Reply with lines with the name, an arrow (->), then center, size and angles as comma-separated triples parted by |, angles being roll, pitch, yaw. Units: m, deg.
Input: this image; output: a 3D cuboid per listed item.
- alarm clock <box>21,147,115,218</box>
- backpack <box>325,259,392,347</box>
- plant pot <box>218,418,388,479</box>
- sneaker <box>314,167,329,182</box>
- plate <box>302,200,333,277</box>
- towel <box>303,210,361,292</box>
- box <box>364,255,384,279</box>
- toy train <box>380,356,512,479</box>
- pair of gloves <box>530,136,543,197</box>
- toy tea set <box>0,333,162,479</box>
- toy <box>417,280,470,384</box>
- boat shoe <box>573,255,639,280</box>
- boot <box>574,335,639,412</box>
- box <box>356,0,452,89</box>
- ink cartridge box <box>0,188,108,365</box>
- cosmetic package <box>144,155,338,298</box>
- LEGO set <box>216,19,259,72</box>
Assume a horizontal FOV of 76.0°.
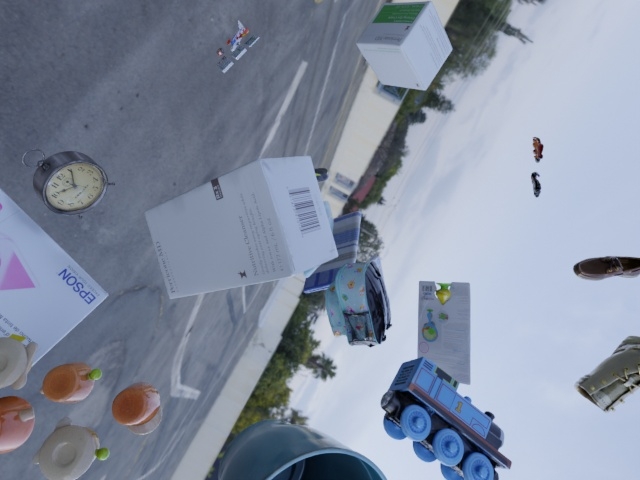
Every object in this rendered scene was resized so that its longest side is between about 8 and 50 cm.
alarm clock -> -0.521, -0.127, 0.832 | 0.129, 0.064, 0.192 | -49, 160, -10
backpack -> 0.094, 0.145, 1.009 | 0.166, 0.144, 0.189 | -35, 121, -63
plant pot -> -0.056, 0.436, 0.682 | 0.272, 0.271, 0.255 | -61, -160, -15
sneaker -> -0.067, -0.166, 1.418 | 0.111, 0.122, 0.299 | -18, 179, -38
plate -> 0.000, 0.000, 0.968 | 0.188, 0.024, 0.188 | 16, 90, -76
towel -> 0.042, 0.038, 1.388 | 0.209, 0.034, 0.285 | -18, -133, 34
box -> 0.204, 0.162, 1.699 | 0.186, 0.038, 0.145 | -31, 112, -52
toy train -> 0.167, 0.244, 0.545 | 0.105, 0.184, 0.080 | -52, 178, -28
pair of gloves -> 0.310, -0.106, 0.589 | 0.074, 0.010, 0.084 | -48, 133, -60
toy tea set -> -0.460, 0.305, 0.736 | 0.124, 0.335, 0.200 | 114, -6, -72
toy -> 0.314, 0.221, 1.018 | 0.056, 0.136, 0.238 | 2, 87, -47
boat shoe -> 0.777, 0.067, 1.097 | 0.060, 0.177, 0.064 | 79, 9, -62
boot -> 0.707, 0.307, 0.917 | 0.203, 0.095, 0.262 | -37, 172, -1
box -> 0.135, -0.313, 0.661 | 0.102, 0.101, 0.087 | 35, 87, -46
ink cartridge box -> -0.673, 0.114, 0.819 | 0.071, 0.324, 0.330 | -9, -145, 42
cosmetic package -> -0.177, -0.016, 0.849 | 0.384, 0.218, 0.156 | -16, -178, 36
LEGO set -> -0.336, -0.732, 1.542 | 0.182, 0.060, 0.244 | -42, -142, 5
